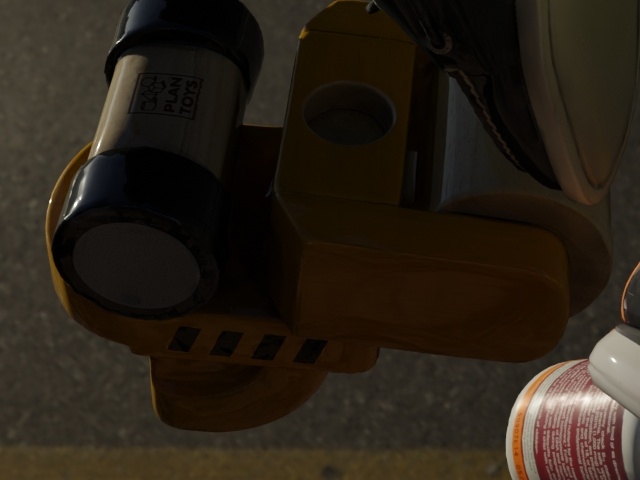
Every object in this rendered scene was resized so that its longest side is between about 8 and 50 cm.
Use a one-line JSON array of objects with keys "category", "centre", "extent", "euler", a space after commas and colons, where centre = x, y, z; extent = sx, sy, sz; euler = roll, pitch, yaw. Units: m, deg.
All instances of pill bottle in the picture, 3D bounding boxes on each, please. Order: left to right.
[{"category": "pill bottle", "centre": [0.411, 0.244, 1.943], "extent": [0.224, 0.224, 0.392], "euler": [-59, 16, -19]}]

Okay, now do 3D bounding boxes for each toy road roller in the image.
[{"category": "toy road roller", "centre": [0.000, 0.000, 0.980], "extent": [0.329, 0.241, 0.203], "euler": [5, 48, 3]}]

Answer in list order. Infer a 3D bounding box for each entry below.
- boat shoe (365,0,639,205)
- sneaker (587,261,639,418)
[{"category": "boat shoe", "centre": [0.053, -0.146, 0.678], "extent": [0.113, 0.340, 0.127], "euler": [6, 57, 28]}, {"category": "sneaker", "centre": [0.233, 0.028, 0.592], "extent": [0.321, 0.124, 0.180], "euler": [32, 101, 53]}]
